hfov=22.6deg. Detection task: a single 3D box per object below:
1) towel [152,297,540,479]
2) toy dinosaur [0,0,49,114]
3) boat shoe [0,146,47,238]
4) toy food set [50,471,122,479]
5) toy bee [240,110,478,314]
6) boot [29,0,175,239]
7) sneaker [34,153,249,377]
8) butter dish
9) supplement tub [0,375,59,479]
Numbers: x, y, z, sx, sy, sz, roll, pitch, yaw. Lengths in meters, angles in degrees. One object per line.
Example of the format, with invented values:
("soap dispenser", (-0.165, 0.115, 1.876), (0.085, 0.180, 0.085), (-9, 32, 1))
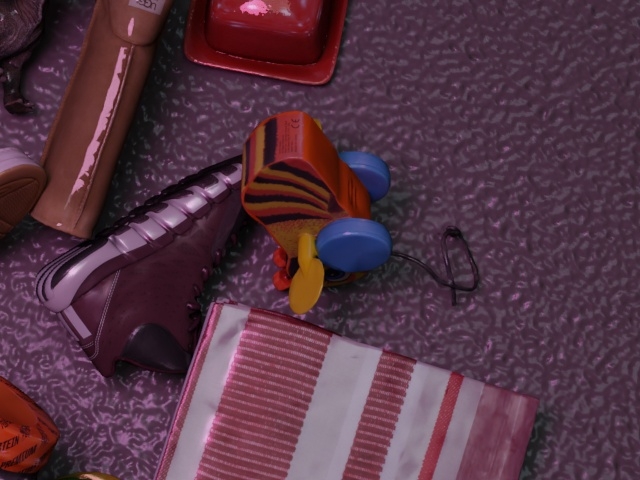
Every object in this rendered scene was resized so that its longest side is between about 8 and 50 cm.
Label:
("towel", (0.020, 0.211, 1.497), (0.329, 0.037, 0.237), (18, 81, -3))
("toy dinosaur", (-0.354, -0.213, 1.596), (0.313, 0.121, 0.160), (-8, 68, 28))
("boat shoe", (-0.379, -0.020, 1.497), (0.277, 0.098, 0.096), (-32, 64, 17))
("toy food set", (-0.261, 0.286, 1.468), (0.218, 0.071, 0.128), (-19, 76, -8))
("toy bee", (0.000, 0.000, 1.509), (0.162, 0.298, 0.195), (-21, 32, 28))
("boot", (-0.219, -0.154, 1.565), (0.089, 0.236, 0.269), (18, 97, -12))
("sneaker", (-0.125, 0.034, 1.549), (0.281, 0.106, 0.162), (-33, 101, -20))
("butter dish", (-0.050, -0.255, 1.609), (0.160, 0.118, 0.160), (11, 74, -1))
("supplement tub", (-0.379, 0.263, 1.355), (0.207, 0.207, 0.338), (33, 92, 7))
